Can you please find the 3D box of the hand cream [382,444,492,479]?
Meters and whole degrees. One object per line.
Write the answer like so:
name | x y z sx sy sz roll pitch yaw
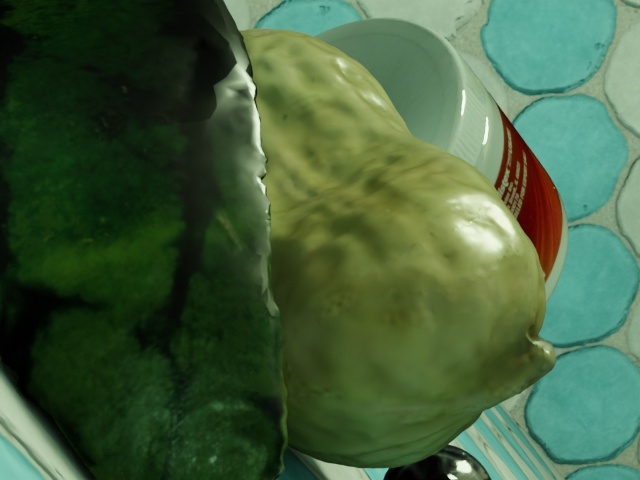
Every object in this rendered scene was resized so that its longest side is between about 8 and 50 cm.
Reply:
hand cream | 0.061 0.140 0.992 0.086 0.055 0.235 55 -3 13

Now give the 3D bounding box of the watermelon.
watermelon | -0.081 -0.018 0.634 0.301 0.123 0.129 -124 -153 -61

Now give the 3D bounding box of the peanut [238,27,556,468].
peanut | 0.002 0.009 0.883 0.291 0.143 0.159 -133 -145 -52

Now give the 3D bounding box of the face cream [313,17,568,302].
face cream | 0.054 -0.027 1.377 0.187 0.201 0.201 47 5 -45
